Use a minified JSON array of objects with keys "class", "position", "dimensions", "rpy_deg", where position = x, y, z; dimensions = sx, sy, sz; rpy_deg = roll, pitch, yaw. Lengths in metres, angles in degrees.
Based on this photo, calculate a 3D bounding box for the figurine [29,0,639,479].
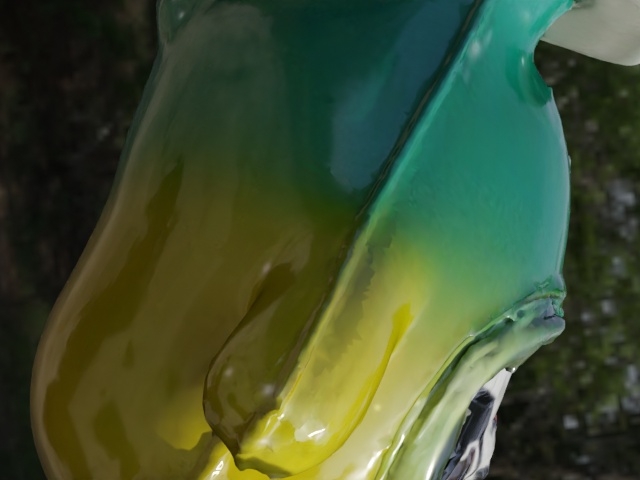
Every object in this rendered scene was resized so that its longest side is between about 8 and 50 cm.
[{"class":"figurine","position":[0.000,0.000,0.758],"dimensions":[0.340,0.231,0.323],"rpy_deg":[-60,-174,-11]}]
